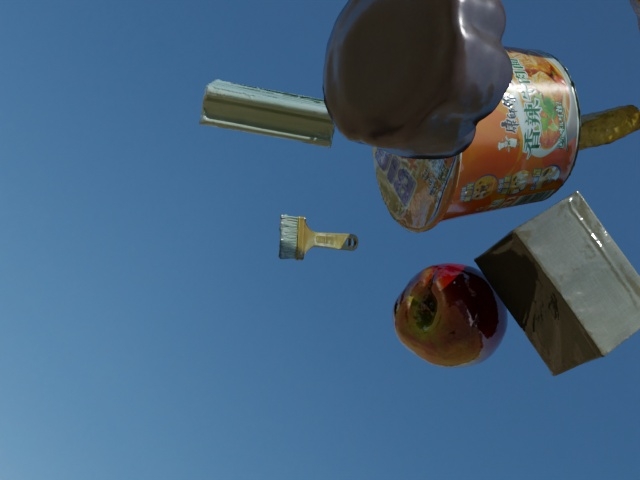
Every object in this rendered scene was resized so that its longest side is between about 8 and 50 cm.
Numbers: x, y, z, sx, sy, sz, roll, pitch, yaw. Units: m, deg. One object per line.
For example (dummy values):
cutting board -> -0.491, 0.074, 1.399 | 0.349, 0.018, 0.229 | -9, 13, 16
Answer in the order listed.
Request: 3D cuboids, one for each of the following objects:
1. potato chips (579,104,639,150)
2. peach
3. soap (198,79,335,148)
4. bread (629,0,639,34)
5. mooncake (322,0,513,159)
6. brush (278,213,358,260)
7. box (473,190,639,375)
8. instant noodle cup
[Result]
potato chips -> 0.351, -0.165, 1.528 | 0.407, 0.080, 0.057 | -10, -70, 44
peach -> 0.226, 0.128, 1.504 | 0.197, 0.197, 0.197 | 23, -39, 20
soap -> -0.073, -0.189, 1.322 | 0.199, 0.114, 0.063 | 11, -74, 1
bread -> 0.568, -0.405, 1.404 | 0.149, 0.195, 0.344 | 5, -32, 41
mooncake -> 0.116, -0.215, 1.085 | 0.133, 0.244, 0.245 | 7, -19, -34
brush -> 0.000, 0.000, 1.664 | 0.010, 0.218, 0.082 | -2, -95, 42
box -> 0.390, 0.068, 1.411 | 0.231, 0.155, 0.149 | 56, -25, 8
instant noodle cup -> 0.226, -0.162, 1.306 | 0.296, 0.214, 0.296 | 175, -90, -70
